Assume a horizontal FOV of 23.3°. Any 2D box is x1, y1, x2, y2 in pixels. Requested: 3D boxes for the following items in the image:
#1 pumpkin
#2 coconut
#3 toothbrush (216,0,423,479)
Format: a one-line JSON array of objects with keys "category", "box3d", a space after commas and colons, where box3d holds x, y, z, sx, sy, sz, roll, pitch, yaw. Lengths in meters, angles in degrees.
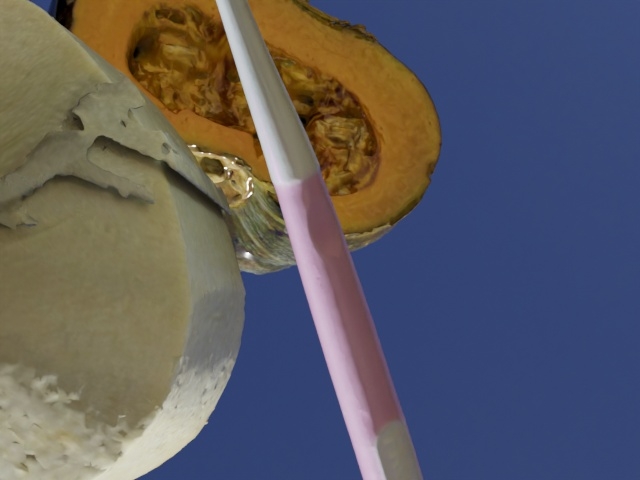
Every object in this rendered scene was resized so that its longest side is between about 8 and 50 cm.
[{"category": "pumpkin", "box3d": [-0.079, -0.110, 1.268, 0.325, 0.232, 0.242, 34, -113, -10]}, {"category": "coconut", "box3d": [-0.196, 0.014, 0.827, 0.323, 0.323, 0.323, 14, -129, -18]}, {"category": "toothbrush", "box3d": [0.000, 0.000, 0.465, 0.020, 0.025, 0.286, -31, -65, -30]}]
